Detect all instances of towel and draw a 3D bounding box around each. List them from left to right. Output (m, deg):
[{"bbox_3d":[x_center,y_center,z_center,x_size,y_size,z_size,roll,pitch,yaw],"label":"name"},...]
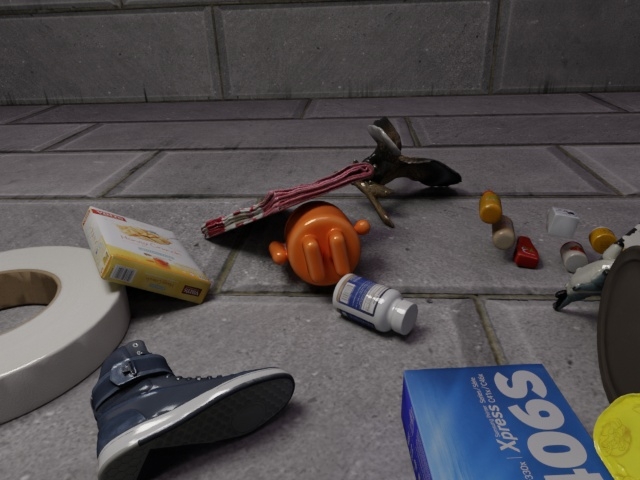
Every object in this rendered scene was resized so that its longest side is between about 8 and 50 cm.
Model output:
[{"bbox_3d":[-0.080,-0.077,0.959,0.237,0.037,0.329,-24,6,-37],"label":"towel"}]

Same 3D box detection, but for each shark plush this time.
[{"bbox_3d":[0.392,0.074,0.682,0.067,0.161,0.073,42,45,4],"label":"shark plush"}]

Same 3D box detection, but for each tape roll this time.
[{"bbox_3d":[-0.493,0.124,0.719,0.391,0.072,0.392,-2,28,1],"label":"tape roll"}]

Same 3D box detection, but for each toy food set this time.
[{"bbox_3d":[0.405,-0.019,0.885,0.232,0.111,0.104,12,28,12],"label":"toy food set"}]

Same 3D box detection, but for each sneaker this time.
[{"bbox_3d":[-0.159,0.172,0.580,0.226,0.086,0.163,-16,33,-23],"label":"sneaker"}]

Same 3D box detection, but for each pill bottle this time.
[{"bbox_3d":[0.084,0.098,0.727,0.120,0.067,0.067,19,34,35],"label":"pill bottle"}]

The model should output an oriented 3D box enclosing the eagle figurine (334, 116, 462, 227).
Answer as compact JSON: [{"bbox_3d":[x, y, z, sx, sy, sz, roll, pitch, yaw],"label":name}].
[{"bbox_3d":[0.181,-0.185,1.154,0.298,0.226,0.225,-29,17,-34],"label":"eagle figurine"}]

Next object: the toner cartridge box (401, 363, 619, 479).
[{"bbox_3d":[0.182,0.252,0.408,0.165,0.075,0.348,-4,27,-1],"label":"toner cartridge box"}]

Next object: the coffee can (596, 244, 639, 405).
[{"bbox_3d":[0.481,0.116,0.513,0.275,0.202,0.201,5,28,13],"label":"coffee can"}]

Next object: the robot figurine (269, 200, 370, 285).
[{"bbox_3d":[0.002,0.000,0.849,0.128,0.158,0.219,37,9,-16],"label":"robot figurine"}]

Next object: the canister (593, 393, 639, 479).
[{"bbox_3d":[0.340,0.212,0.402,0.169,0.073,0.126,24,23,-16],"label":"canister"}]

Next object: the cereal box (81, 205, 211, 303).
[{"bbox_3d":[-0.312,0.020,0.843,0.173,0.047,0.240,22,10,-39],"label":"cereal box"}]

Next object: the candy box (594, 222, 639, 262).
[{"bbox_3d":[0.547,0.041,0.741,0.233,0.071,0.159,-24,58,-35],"label":"candy box"}]
